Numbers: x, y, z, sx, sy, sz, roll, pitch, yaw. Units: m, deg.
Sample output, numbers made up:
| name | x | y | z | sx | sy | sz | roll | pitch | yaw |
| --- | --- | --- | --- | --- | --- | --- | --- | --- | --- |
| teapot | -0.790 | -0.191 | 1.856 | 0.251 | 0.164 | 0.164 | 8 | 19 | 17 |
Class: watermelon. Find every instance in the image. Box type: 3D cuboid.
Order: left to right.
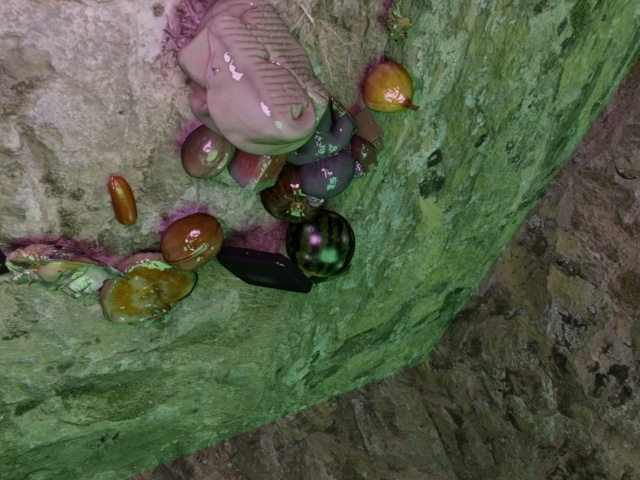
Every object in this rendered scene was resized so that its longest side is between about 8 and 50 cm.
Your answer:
| name | x | y | z | sx | sy | sz | roll | pitch | yaw |
| --- | --- | --- | --- | --- | --- | --- | --- | --- | --- |
| watermelon | -0.155 | -0.269 | 1.403 | 0.140 | 0.193 | 0.256 | 1 | 131 | -40 |
| watermelon | -0.001 | 0.005 | 1.796 | 0.269 | 0.269 | 0.269 | -22 | 144 | -17 |

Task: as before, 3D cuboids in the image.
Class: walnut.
| name | x | y | z | sx | sy | sz | roll | pitch | yaw |
| --- | --- | --- | --- | --- | --- | --- | --- | --- | --- |
| walnut | -0.403 | 0.004 | 1.555 | 0.207 | 0.167 | 0.167 | -34 | 146 | -4 |
| walnut | -0.308 | -0.243 | 1.356 | 0.162 | 0.140 | 0.140 | -34 | 148 | 19 |

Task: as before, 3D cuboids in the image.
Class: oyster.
| name | x | y | z | sx | sy | sz | roll | pitch | yaw |
| --- | --- | --- | --- | --- | --- | --- | --- | --- | --- |
| oyster | -0.719 | 0.085 | 1.438 | 0.275 | 0.100 | 0.271 | -15 | 144 | -17 |

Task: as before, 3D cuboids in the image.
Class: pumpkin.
| name | x | y | z | sx | sy | sz | roll | pitch | yaw |
| --- | --- | --- | --- | --- | --- | --- | --- | --- | --- |
| pumpkin | -0.090 | -0.163 | 1.630 | 0.219 | 0.162 | 0.219 | -2 | 144 | -1 |

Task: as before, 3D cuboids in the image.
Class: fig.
| name | x | y | z | sx | sy | sz | roll | pitch | yaw |
| --- | --- | --- | --- | --- | --- | --- | --- | --- | --- |
| fig | 0.229 | -0.434 | 1.474 | 0.159 | 0.257 | 0.159 | -12 | 127 | -17 |

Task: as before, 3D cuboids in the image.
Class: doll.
| name | x | y | z | sx | sy | sz | roll | pitch | yaw |
| --- | --- | --- | --- | --- | --- | --- | --- | --- | --- |
| doll | -0.007 | -0.290 | 1.489 | 0.246 | 0.340 | 0.158 | -26 | -171 | 2 |

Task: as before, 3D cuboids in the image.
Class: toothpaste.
| name | x | y | z | sx | sy | sz | roll | pitch | yaw |
| --- | --- | --- | --- | --- | --- | --- | --- | --- | --- |
| toothpaste | 0.034 | 0.164 | 2.219 | 0.248 | 0.047 | 0.078 | -20 | 147 | -24 |

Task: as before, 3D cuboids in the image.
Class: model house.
| name | x | y | z | sx | sy | sz | roll | pitch | yaw |
| --- | --- | --- | --- | --- | --- | --- | --- | --- | --- |
| model house | 0.089 | -0.343 | 1.555 | 0.181 | 0.176 | 0.248 | -36 | 136 | 1 |

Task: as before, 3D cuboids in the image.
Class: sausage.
| name | x | y | z | sx | sy | sz | roll | pitch | yaw |
| --- | --- | --- | --- | --- | --- | --- | --- | --- | --- |
| sausage | -0.551 | -0.106 | 1.390 | 0.062 | 0.054 | 0.183 | -45 | 155 | -40 |

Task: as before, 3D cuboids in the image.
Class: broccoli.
| name | x | y | z | sx | sy | sz | roll | pitch | yaw |
| --- | --- | --- | --- | --- | --- | --- | --- | --- | --- |
| broccoli | 0.219 | -0.614 | 1.385 | 0.095 | 0.092 | 0.096 | 4 | 101 | -58 |

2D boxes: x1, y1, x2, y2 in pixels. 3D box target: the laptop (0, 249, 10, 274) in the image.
| name | x | y | z | sx | sy | sz | roll | pitch | yaw |
| --- | --- | --- | --- | --- | --- | --- | --- | --- | --- |
| laptop | -0.914 | 0.044 | 1.301 | 0.135 | 0.016 | 0.197 | -22 | 144 | -16 |

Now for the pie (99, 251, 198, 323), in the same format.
| name | x | y | z | sx | sy | sz | roll | pitch | yaw |
| --- | --- | --- | --- | --- | --- | --- | --- | --- | --- |
| pie | -0.578 | 0.163 | 1.678 | 0.339 | 0.077 | 0.339 | -20 | 145 | -15 |

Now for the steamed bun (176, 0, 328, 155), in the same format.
| name | x | y | z | sx | sy | sz | roll | pitch | yaw |
| --- | --- | --- | --- | --- | --- | --- | --- | --- | --- |
| steamed bun | -0.174 | -0.365 | 1.172 | 0.255 | 0.367 | 0.342 | -27 | -173 | 34 |

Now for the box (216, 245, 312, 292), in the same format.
| name | x | y | z | sx | sy | sz | roll | pitch | yaw |
| --- | --- | --- | --- | --- | --- | --- | --- | --- | --- |
| box | -0.196 | 0.107 | 1.781 | 0.290 | 0.289 | 0.073 | 51 | 50 | -56 |
